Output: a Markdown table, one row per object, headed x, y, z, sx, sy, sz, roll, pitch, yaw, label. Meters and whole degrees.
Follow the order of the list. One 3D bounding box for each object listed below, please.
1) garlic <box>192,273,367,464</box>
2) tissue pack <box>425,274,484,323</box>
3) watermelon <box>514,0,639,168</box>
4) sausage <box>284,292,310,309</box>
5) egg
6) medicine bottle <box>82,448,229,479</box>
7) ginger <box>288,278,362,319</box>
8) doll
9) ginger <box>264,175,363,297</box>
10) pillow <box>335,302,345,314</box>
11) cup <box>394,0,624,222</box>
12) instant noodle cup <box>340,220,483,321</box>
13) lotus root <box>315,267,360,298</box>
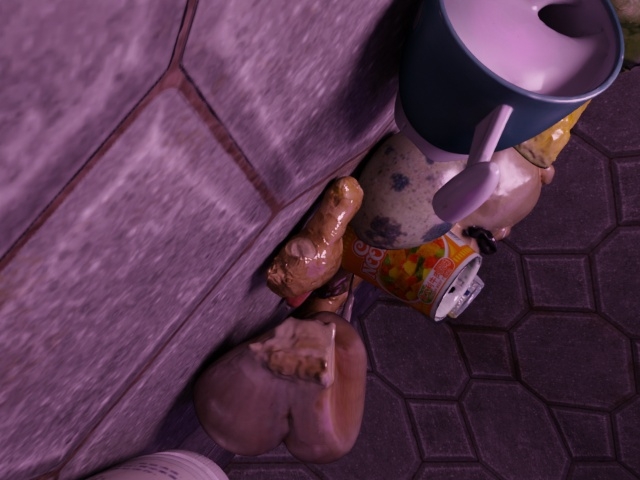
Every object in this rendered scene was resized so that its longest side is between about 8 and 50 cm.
| x | y | z | sx | sy | sz | roll | pitch | yaw | label |
| --- | --- | --- | --- | --- | --- | --- | --- | --- | --- |
| -0.051 | 0.198 | 0.941 | 0.340 | 0.232 | 0.245 | -44 | 131 | -75 | garlic |
| 0.311 | 0.101 | 1.860 | 0.162 | 0.287 | 0.388 | -44 | 169 | -4 | tissue pack |
| 0.330 | -0.279 | 0.854 | 0.330 | 0.189 | 0.331 | -63 | 180 | 0 | watermelon |
| 0.017 | 0.024 | 0.998 | 0.223 | 0.029 | 0.029 | -50 | 170 | -6 | sausage |
| 0.117 | -0.063 | 0.809 | 0.182 | 0.141 | 0.141 | -45 | 170 | 3 | egg |
| -0.209 | 0.345 | 0.696 | 0.190 | 0.190 | 0.332 | -50 | 170 | -5 | medicine bottle |
| 0.010 | 0.129 | 1.184 | 0.294 | 0.086 | 0.131 | -50 | -179 | -18 | ginger |
| 0.246 | -0.065 | 1.147 | 0.349 | 0.247 | 0.247 | -39 | 173 | 12 | doll |
| 0.003 | 0.004 | 0.748 | 0.165 | 0.067 | 0.096 | -50 | 149 | -1 | ginger |
| 0.020 | 0.196 | 1.614 | 0.232 | 0.038 | 0.131 | -55 | 172 | 29 | pillow |
| 0.148 | -0.153 | 0.573 | 0.173 | 0.168 | 0.299 | 128 | -20 | -67 | cup |
| 0.129 | 0.021 | 0.928 | 0.168 | 0.185 | 0.168 | -40 | 153 | -26 | instant noodle cup |
| 0.039 | 0.052 | 1.106 | 0.150 | 0.062 | 0.073 | -38 | 139 | -44 | lotus root |
